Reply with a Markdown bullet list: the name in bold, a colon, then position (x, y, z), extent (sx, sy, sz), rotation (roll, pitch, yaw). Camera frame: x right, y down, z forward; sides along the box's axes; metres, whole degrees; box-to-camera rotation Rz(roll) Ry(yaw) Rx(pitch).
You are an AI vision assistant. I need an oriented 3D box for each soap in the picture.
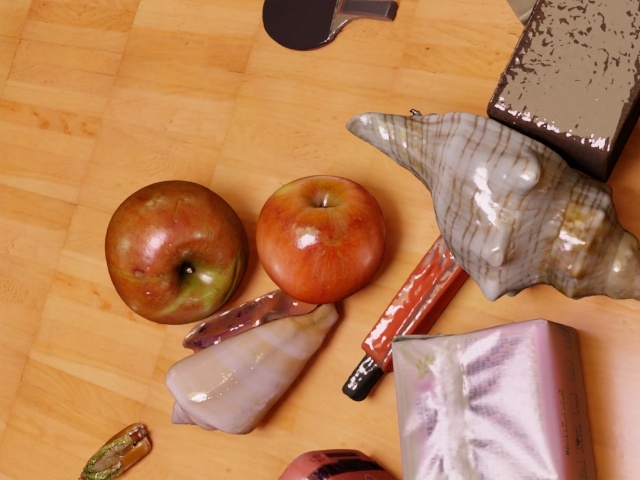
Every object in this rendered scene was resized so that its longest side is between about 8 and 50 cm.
- **soap**: position (0.190, 0.193, 1.094), extent (0.182, 0.138, 0.199), rotation (-12, 72, 29)

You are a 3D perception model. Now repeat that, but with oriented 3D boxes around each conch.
- **conch**: position (0.194, -0.030, 1.080), extent (0.386, 0.203, 0.169), rotation (21, 53, 2)
- **conch**: position (-0.082, 0.164, 1.294), extent (0.255, 0.127, 0.158), rotation (-26, 33, 0)

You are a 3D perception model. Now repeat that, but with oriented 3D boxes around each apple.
- **apple**: position (0.000, 0.000, 1.250), extent (0.163, 0.163, 0.139), rotation (33, 137, 32)
- **apple**: position (-0.194, 0.012, 1.340), extent (0.196, 0.196, 0.196), rotation (-8, 74, 29)

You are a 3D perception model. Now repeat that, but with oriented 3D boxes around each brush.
- **brush**: position (0.131, 0.062, 1.203), extent (0.051, 0.070, 0.323), rotation (36, 97, 28)

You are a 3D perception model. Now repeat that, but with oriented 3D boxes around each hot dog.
- **hot dog**: position (-0.290, 0.303, 1.410), extent (0.133, 0.041, 0.056), rotation (-38, 62, 18)

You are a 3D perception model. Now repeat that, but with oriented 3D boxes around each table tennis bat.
- **table tennis bat**: position (0.008, -0.325, 1.402), extent (0.220, 0.019, 0.130), rotation (13, 86, 34)

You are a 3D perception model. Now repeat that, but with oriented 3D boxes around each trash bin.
- **trash bin**: position (0.274, -0.307, 1.225), extent (0.092, 0.043, 0.061), rotation (-35, 63, 18)

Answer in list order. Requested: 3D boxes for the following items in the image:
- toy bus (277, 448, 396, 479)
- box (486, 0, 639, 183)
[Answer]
- **toy bus**: position (-0.038, 0.456, 1.132), extent (0.233, 0.203, 0.427), rotation (36, 98, 28)
- **box**: position (0.305, -0.220, 1.089), extent (0.143, 0.184, 0.273), rotation (26, 93, 16)
